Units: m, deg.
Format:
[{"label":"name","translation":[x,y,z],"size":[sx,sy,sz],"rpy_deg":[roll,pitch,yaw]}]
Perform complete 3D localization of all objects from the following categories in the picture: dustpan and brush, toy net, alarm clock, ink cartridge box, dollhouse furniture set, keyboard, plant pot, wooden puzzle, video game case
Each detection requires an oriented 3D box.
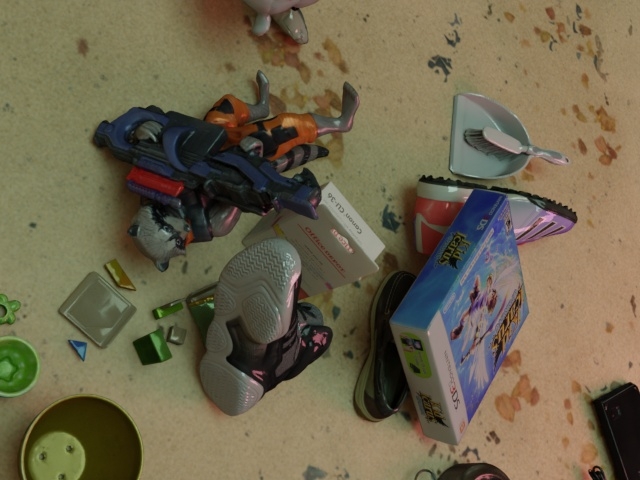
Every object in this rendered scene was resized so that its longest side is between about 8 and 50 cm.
[{"label":"dustpan and brush","translation":[0.313,-0.152,1.582],"size":[0.211,0.060,0.147],"rpy_deg":[18,68,-29]},{"label":"toy net","translation":[-0.420,0.123,1.029],"size":[0.232,0.045,0.122],"rpy_deg":[-8,82,-35]},{"label":"alarm clock","translation":[0.208,0.372,1.374],"size":[0.192,0.064,0.129],"rpy_deg":[29,63,-21]},{"label":"ink cartridge box","translation":[0.000,0.000,1.248],"size":[0.115,0.198,0.067],"rpy_deg":[49,57,-14]},{"label":"dollhouse furniture set","translation":[-0.154,0.103,1.203],"size":[0.151,0.058,0.076],"rpy_deg":[-23,91,-36]},{"label":"keyboard","translation":[0.506,0.407,1.580],"size":[0.201,0.033,0.317],"rpy_deg":[-15,85,-42]},{"label":"plant pot","translation":[-0.274,0.240,1.064],"size":[0.134,0.095,0.134],"rpy_deg":[10,71,-31]},{"label":"wooden puzzle","translation":[-0.265,0.082,1.164],"size":[0.078,0.014,0.116],"rpy_deg":[48,56,-8]},{"label":"video game case","translation":[0.204,0.107,1.363],"size":[0.269,0.061,0.244],"rpy_deg":[-53,141,-34]}]

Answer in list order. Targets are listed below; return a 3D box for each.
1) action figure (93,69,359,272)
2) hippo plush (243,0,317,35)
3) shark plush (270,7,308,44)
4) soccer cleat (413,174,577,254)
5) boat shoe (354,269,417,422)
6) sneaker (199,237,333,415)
[{"label":"action figure","translation":[-0.091,-0.076,1.198],"size":[0.330,0.341,0.179],"rpy_deg":[-41,140,-27]},{"label":"hippo plush","translation":[-0.078,-0.415,1.244],"size":[0.294,0.234,0.236],"rpy_deg":[-20,57,-38]},{"label":"shark plush","translation":[-0.064,-0.358,1.412],"size":[0.067,0.073,0.161],"rpy_deg":[4,53,-53]},{"label":"soccer cleat","translation":[0.269,-0.025,1.509],"size":[0.318,0.108,0.116],"rpy_deg":[6,97,-36]},{"label":"boat shoe","translation":[0.110,0.144,1.359],"size":[0.080,0.073,0.224],"rpy_deg":[29,65,-27]},{"label":"sneaker","translation":[-0.051,0.088,1.180],"size":[0.101,0.269,0.153],"rpy_deg":[41,41,24]}]
